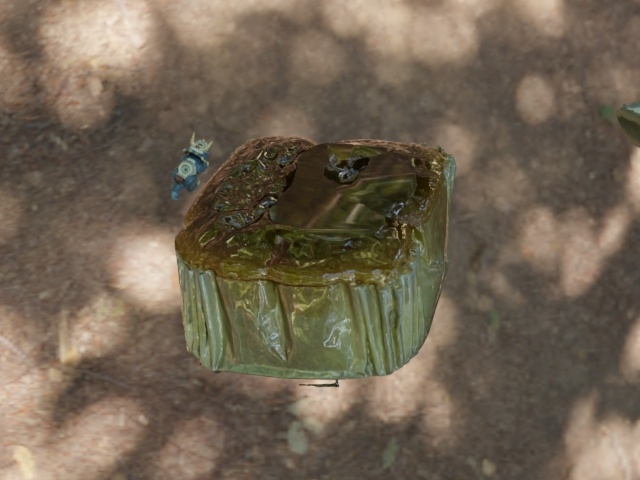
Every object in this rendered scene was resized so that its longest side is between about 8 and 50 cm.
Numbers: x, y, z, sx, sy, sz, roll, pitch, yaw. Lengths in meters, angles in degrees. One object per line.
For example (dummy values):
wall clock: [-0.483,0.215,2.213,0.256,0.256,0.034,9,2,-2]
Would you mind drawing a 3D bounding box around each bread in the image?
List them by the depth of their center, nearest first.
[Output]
bread: [-0.001,0.000,0.917,0.210,0.192,0.110,-61,150,-51]

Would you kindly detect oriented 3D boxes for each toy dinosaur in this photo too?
toy dinosaur: [-0.157,-0.086,1.464,0.030,0.047,0.083,26,89,7]

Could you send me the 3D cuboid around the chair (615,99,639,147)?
chair: [0.250,-0.003,0.509,0.274,0.190,0.203,-35,108,-8]
